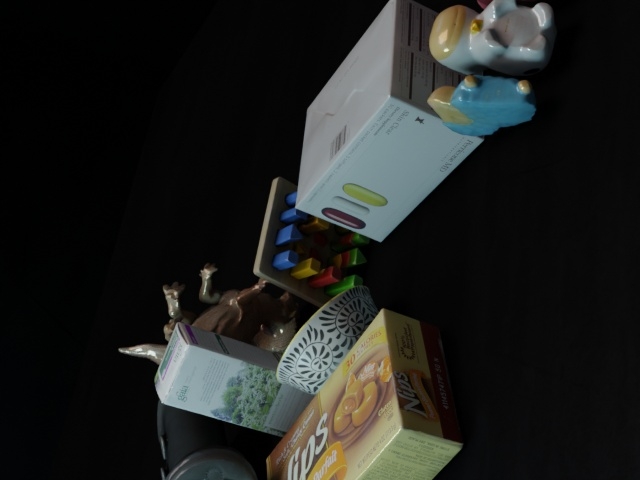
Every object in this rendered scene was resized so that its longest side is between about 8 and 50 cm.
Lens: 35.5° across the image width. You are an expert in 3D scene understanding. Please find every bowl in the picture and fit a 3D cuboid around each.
[{"bbox_3d":[0.030,0.148,1.301,0.080,0.170,0.170,43,119,22],"label":"bowl"}]

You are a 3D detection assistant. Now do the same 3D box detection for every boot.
[{"bbox_3d":[-0.173,0.333,1.480,0.445,0.146,0.367,-104,17,-61],"label":"boot"}]

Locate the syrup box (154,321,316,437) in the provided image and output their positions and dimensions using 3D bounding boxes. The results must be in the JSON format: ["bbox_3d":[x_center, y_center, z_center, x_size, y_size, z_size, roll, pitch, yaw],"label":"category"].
[{"bbox_3d":[-0.106,0.203,1.412,0.093,0.236,0.096,-67,20,8],"label":"syrup box"}]

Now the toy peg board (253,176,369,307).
[{"bbox_3d":[0.000,0.000,1.475,0.079,0.160,0.161,-20,50,45],"label":"toy peg board"}]

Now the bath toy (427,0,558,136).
[{"bbox_3d":[0.229,-0.304,1.213,0.129,0.151,0.348,59,-133,-72],"label":"bath toy"}]

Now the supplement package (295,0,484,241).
[{"bbox_3d":[0.094,-0.163,1.385,0.262,0.145,0.204,-48,28,47],"label":"supplement package"}]

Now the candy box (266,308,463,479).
[{"bbox_3d":[0.039,0.256,1.198,0.316,0.087,0.183,-57,23,34],"label":"candy box"}]

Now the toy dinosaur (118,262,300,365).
[{"bbox_3d":[-0.145,0.151,1.528,0.127,0.295,0.200,38,152,51],"label":"toy dinosaur"}]
